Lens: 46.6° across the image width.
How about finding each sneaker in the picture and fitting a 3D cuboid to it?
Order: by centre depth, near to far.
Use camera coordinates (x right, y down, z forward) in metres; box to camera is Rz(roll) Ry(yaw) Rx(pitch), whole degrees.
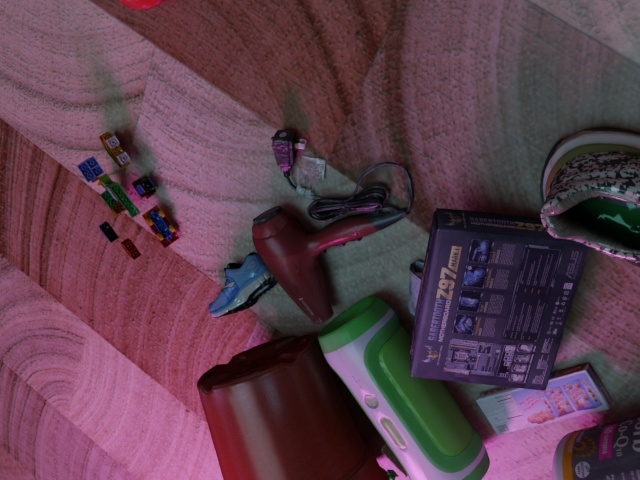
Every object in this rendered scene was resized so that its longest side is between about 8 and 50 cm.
[{"bbox_3d":[0.407,-0.003,0.744,0.410,0.182,0.158,10,119,29],"label":"sneaker"},{"bbox_3d":[-0.135,0.073,1.235,0.162,0.063,0.073,-39,72,36],"label":"sneaker"}]

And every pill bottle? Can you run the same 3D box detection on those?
[{"bbox_3d":[0.438,0.282,0.890,0.278,0.162,0.162,-30,96,39],"label":"pill bottle"}]

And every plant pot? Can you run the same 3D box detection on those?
[{"bbox_3d":[-0.059,0.309,1.182,0.272,0.272,0.265,-16,97,38],"label":"plant pot"}]

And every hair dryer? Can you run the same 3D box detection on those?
[{"bbox_3d":[0.000,0.000,1.082,0.223,0.080,0.294,23,125,21],"label":"hair dryer"}]

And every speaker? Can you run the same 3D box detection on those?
[{"bbox_3d":[0.122,0.231,1.092,0.131,0.131,0.297,-32,94,40],"label":"speaker"}]

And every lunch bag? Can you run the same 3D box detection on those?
[{"bbox_3d":[0.154,0.074,1.037,0.083,0.053,0.071,33,133,48],"label":"lunch bag"}]

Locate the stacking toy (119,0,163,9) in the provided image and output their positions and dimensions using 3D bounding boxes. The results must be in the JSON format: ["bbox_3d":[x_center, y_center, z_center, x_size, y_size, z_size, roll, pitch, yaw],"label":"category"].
[{"bbox_3d":[-0.273,-0.477,0.991,0.141,0.141,0.330,5,123,32],"label":"stacking toy"}]

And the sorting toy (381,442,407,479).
[{"bbox_3d":[0.122,0.345,1.182,0.062,0.083,0.012,48,140,1],"label":"sorting toy"}]

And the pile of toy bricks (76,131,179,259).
[{"bbox_3d":[-0.342,-0.071,1.268,0.212,0.118,0.105,60,163,-18],"label":"pile of toy bricks"}]

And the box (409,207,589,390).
[{"bbox_3d":[0.219,0.079,0.949,0.183,0.059,0.233,5,120,1],"label":"box"}]

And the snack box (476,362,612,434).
[{"bbox_3d":[0.307,0.223,1.035,0.178,0.022,0.064,-28,96,40],"label":"snack box"}]
